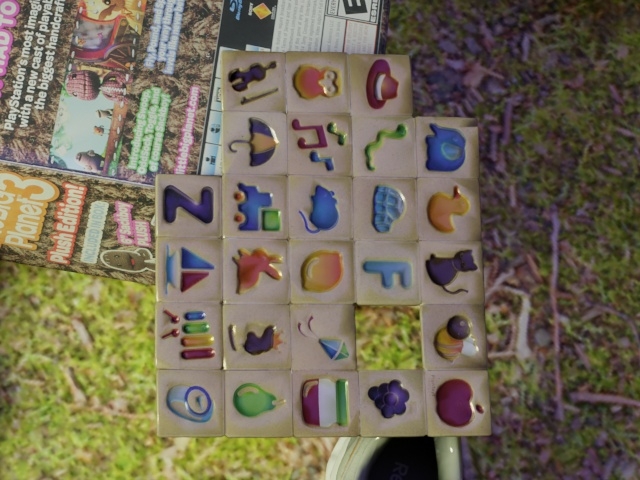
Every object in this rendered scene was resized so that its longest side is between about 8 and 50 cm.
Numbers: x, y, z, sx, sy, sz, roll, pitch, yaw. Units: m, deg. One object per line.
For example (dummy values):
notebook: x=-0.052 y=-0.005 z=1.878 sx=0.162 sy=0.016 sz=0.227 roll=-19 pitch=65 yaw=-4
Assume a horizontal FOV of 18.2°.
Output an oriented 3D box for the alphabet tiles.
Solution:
alphabet tiles: x=0.000 y=0.000 z=1.194 sx=0.198 sy=0.009 sz=0.237 roll=1 pitch=75 yaw=-8

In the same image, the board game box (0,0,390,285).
board game box: x=-0.112 y=-0.103 z=1.305 sx=0.291 sy=0.141 sz=0.232 roll=10 pitch=62 yaw=-6

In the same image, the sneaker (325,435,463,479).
sneaker: x=0.033 y=0.203 z=1.187 sx=0.099 sy=0.121 sz=0.262 roll=10 pitch=62 yaw=-5
